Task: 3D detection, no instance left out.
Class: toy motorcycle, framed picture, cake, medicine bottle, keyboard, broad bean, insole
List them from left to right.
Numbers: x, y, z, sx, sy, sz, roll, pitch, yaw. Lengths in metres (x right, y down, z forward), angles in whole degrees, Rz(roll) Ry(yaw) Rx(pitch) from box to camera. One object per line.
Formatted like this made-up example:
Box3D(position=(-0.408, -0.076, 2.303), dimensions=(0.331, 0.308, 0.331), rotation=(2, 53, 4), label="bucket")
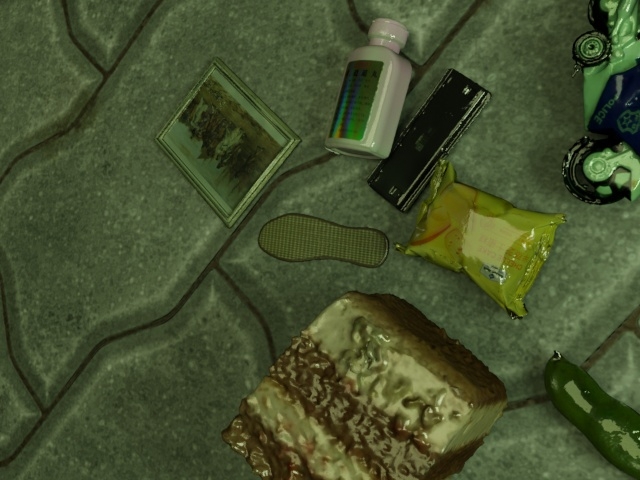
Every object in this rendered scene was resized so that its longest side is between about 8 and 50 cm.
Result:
Box3D(position=(-0.183, -0.186, 1.356), dimensions=(0.274, 0.017, 0.217), rotation=(45, 105, 26), label="framed picture")
Box3D(position=(0.000, 0.000, 1.232), dimensions=(0.253, 0.005, 0.086), rotation=(6, 86, 29), label="insole")
Box3D(position=(0.068, 0.238, 1.000), dimensions=(0.255, 0.282, 0.290), rotation=(38, 99, 25), label="cake")
Box3D(position=(0.084, -0.243, 1.178), dimensions=(0.115, 0.078, 0.219), rotation=(14, 87, 48), label="medicine bottle")
Box3D(position=(0.169, -0.156, 1.152), dimensions=(0.093, 0.025, 0.230), rotation=(43, 103, 29), label="keyboard")
Box3D(position=(0.394, 0.278, 0.943), dimensions=(0.098, 0.056, 0.318), rotation=(-35, 69, 19), label="broad bean")
Box3D(position=(0.434, -0.205, 0.966), dimensions=(0.196, 0.125, 0.331), rotation=(9, 90, 28), label="toy motorcycle")

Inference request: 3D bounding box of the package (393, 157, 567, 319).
Box3D(position=(0.225, -0.006, 1.059), dimensions=(0.226, 0.090, 0.168), rotation=(28, 98, 27), label="package")
